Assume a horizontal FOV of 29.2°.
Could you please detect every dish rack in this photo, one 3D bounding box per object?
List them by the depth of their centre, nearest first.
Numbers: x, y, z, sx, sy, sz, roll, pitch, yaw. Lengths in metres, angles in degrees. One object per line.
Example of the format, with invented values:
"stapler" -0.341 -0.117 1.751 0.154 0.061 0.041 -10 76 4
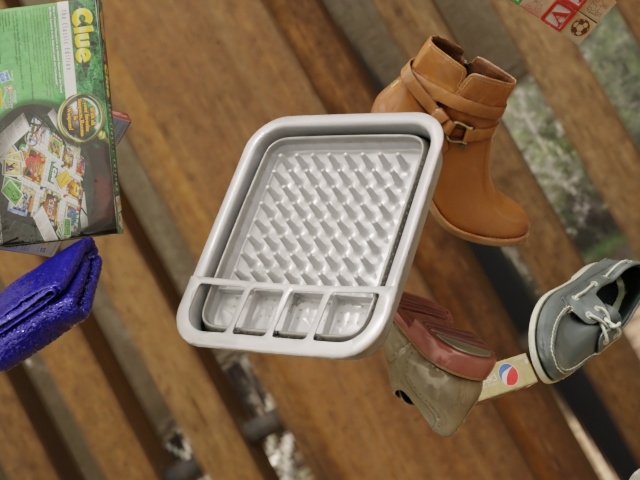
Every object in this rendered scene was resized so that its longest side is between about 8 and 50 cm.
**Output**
"dish rack" 0.000 0.000 1.463 0.285 0.333 0.072 1 -31 33

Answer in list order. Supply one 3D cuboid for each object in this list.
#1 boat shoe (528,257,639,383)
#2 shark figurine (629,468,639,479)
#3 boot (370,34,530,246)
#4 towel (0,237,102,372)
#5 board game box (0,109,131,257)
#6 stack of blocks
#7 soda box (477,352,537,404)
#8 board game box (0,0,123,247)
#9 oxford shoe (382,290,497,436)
"boat shoe" 0.418 0.113 1.890 0.099 0.116 0.319 -16 13 39
"shark figurine" 0.497 0.378 1.775 0.278 0.116 0.166 -16 -5 -6
"boot" 0.203 -0.131 1.637 0.220 0.283 0.109 -57 6 29
"towel" -0.471 0.117 1.816 0.308 0.076 0.228 -31 24 11
"board game box" -0.419 -0.095 1.898 0.145 0.027 0.281 11 -57 -43
"stack of blocks" 0.337 -0.451 1.943 0.171 0.297 0.087 26 -60 -26
"soda box" 0.316 0.269 2.312 0.181 0.061 0.058 -12 -18 -31
"board game box" -0.292 -0.127 1.326 0.136 0.260 0.030 -6 -6 5
"oxford shoe" 0.116 0.148 1.643 0.123 0.130 0.348 16 10 -16
